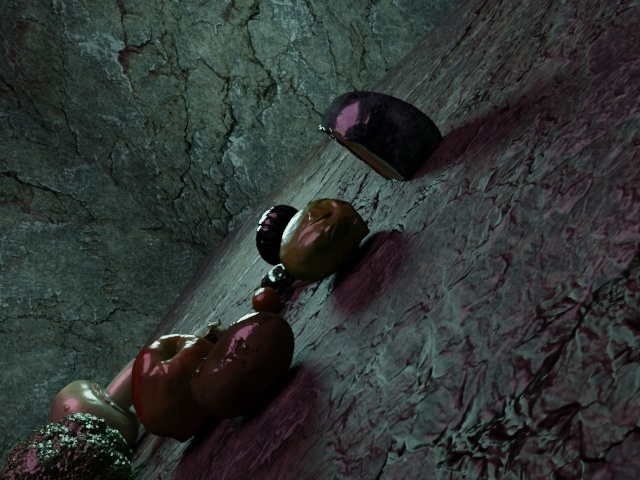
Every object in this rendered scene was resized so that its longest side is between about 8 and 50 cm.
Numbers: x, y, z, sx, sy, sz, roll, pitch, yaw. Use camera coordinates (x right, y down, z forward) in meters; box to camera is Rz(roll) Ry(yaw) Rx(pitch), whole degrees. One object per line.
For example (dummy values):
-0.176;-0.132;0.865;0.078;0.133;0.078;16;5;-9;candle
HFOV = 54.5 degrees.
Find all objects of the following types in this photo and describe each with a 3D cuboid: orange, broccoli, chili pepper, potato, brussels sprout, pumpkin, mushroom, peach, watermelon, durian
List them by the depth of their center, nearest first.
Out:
-0.157;0.255;1.255;0.262;0.165;0.165;-49;12;24;potato
0.000;0.000;1.422;0.223;0.161;0.223;-45;6;6;brussels sprout
-0.328;0.354;1.455;0.232;0.256;0.232;-4;21;2;peach
0.132;-0.241;1.559;0.148;0.318;0.226;-60;-26;-24;watermelon
-0.672;0.635;1.626;0.321;0.310;0.413;-53;46;15;broccoli
-0.145;0.163;1.662;0.085;0.085;0.085;-47;12;14;orange
-0.119;0.101;1.736;0.098;0.061;0.224;-48;2;-21;chili pepper
-0.120;-0.014;1.887;0.150;0.194;0.194;21;68;49;pumpkin
-0.318;0.299;1.893;0.140;0.078;0.224;-60;-1;13;durian
-0.678;0.524;1.991;0.336;0.314;0.314;-54;13;-20;mushroom

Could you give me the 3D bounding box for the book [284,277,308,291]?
-0.005;0.048;1.644;0.170;0.018;0.242;-57;13;-28;book
